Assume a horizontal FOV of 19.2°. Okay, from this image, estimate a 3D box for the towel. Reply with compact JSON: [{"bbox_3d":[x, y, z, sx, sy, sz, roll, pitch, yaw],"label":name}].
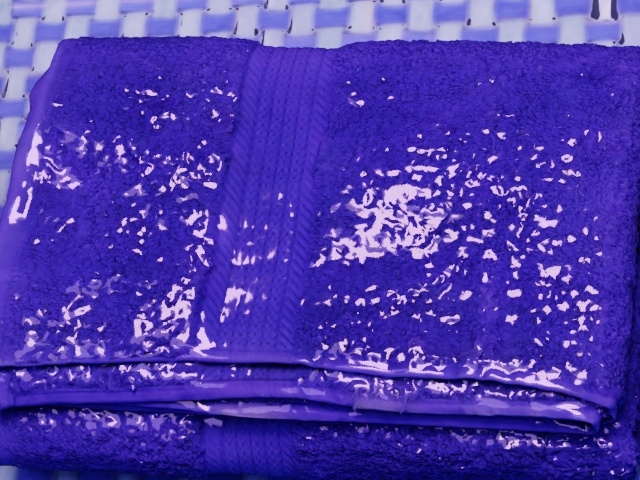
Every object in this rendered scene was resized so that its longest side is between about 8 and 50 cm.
[{"bbox_3d":[0.000,0.000,0.874,0.308,0.076,0.228,2,66,10],"label":"towel"}]
